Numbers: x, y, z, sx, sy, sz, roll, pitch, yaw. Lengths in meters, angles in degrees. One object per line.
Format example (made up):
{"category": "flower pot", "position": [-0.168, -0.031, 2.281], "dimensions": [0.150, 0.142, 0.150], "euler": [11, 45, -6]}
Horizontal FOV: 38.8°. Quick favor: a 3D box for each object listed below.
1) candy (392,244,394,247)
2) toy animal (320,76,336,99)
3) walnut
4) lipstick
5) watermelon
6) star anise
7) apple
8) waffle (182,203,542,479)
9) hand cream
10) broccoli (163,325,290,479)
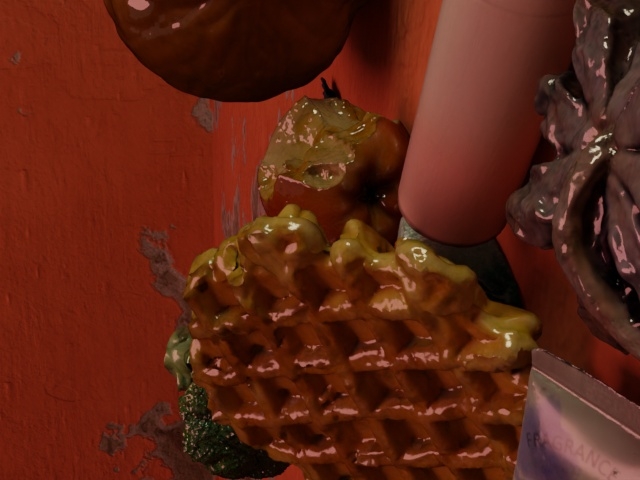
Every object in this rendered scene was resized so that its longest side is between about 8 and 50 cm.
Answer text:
{"category": "candy", "position": [0.039, 0.121, 1.033], "dimensions": [0.331, 0.077, 0.187], "euler": [134, 125, -68]}
{"category": "toy animal", "position": [0.012, -0.125, 1.161], "dimensions": [0.108, 0.062, 0.220], "euler": [-60, 29, 33]}
{"category": "walnut", "position": [-0.092, -0.330, 0.966], "dimensions": [0.398, 0.308, 0.354], "euler": [-114, 23, -64]}
{"category": "lipstick", "position": [0.115, -0.130, 0.557], "dimensions": [0.327, 0.087, 0.087], "euler": [99, 163, -50]}
{"category": "watermelon", "position": [0.084, 0.084, 0.789], "dimensions": [0.154, 0.094, 0.241], "euler": [-95, 11, -48]}
{"category": "star anise", "position": [0.158, -0.026, 0.433], "dimensions": [0.230, 0.081, 0.262], "euler": [136, 133, -60]}
{"category": "apple", "position": [0.023, -0.053, 0.885], "dimensions": [0.158, 0.156, 0.147], "euler": [-127, 18, -52]}
{"category": "waffle", "position": [0.029, 0.104, 0.671], "dimensions": [0.068, 0.302, 0.325], "euler": [-50, -16, -43]}
{"category": "hand cream", "position": [0.145, 0.238, 0.556], "dimensions": [0.124, 0.077, 0.341], "euler": [33, 127, 47]}
{"category": "broccoli", "position": [-0.105, 0.194, 1.261], "dimensions": [0.270, 0.270, 0.270], "euler": [21, 122, 32]}
